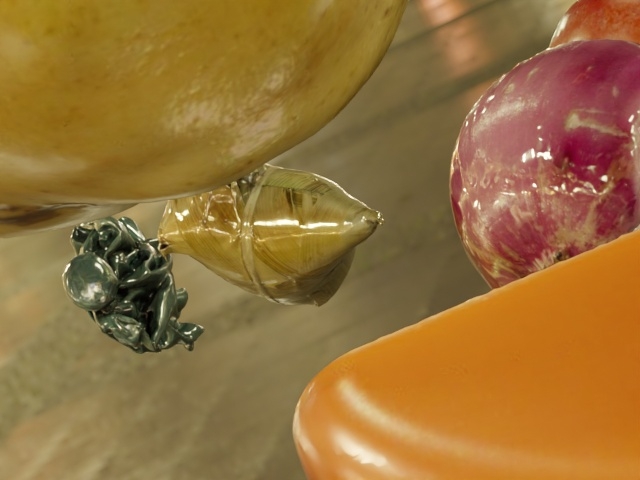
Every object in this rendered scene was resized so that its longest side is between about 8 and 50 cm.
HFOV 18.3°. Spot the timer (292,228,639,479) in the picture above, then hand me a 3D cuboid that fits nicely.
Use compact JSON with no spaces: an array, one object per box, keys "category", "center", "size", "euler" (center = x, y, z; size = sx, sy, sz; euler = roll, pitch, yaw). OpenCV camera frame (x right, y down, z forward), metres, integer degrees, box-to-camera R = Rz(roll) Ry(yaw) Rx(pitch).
[{"category":"timer","center":[0.138,0.119,0.717],"size":[0.250,0.257,0.161],"euler":[-13,41,8]}]

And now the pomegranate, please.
[{"category":"pomegranate","center":[-0.114,-0.162,0.779],"size":[0.333,0.332,0.332],"euler":[-25,9,4]}]

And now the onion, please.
[{"category":"onion","center":[0.170,-0.022,1.236],"size":[0.201,0.200,0.207],"euler":[-20,-29,30]}]

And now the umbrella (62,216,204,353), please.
[{"category":"umbrella","center":[-0.178,0.040,1.839],"size":[0.094,0.143,0.349],"euler":[-49,-6,-2]}]

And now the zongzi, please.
[{"category":"zongzi","center":[0.000,0.000,1.513],"size":[0.197,0.099,0.194],"euler":[6,-11,32]}]

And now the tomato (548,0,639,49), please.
[{"category":"tomato","center":[0.246,-0.111,1.360],"size":[0.167,0.167,0.167],"euler":[-25,9,4]}]
